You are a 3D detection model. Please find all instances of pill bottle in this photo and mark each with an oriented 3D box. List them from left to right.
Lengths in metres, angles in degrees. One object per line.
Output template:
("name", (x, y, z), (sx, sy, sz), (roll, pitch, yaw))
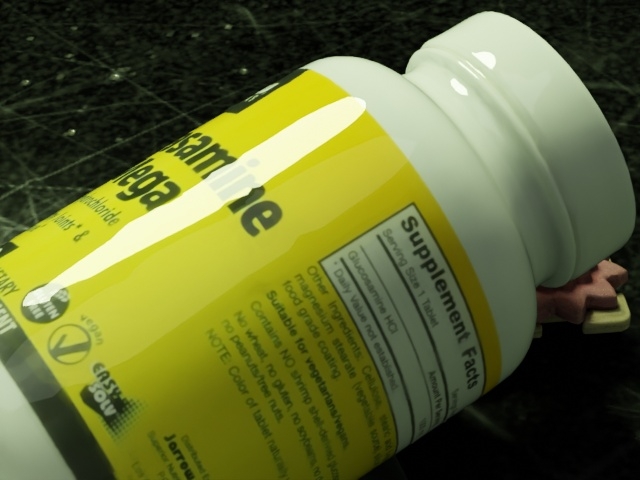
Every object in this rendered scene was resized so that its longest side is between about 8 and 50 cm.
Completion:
("pill bottle", (-0.019, 0.028, 0.937), (0.334, 0.188, 0.188), (-32, 48, -15))

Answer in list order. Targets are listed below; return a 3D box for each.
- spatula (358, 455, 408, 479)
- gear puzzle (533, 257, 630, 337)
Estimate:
("spatula", (0.049, 0.141, 0.960), (0.084, 0.030, 0.296), (-4, 33, -26))
("gear puzzle", (0.000, 0.000, 1.104), (0.339, 0.044, 0.175), (-4, 33, -2))
